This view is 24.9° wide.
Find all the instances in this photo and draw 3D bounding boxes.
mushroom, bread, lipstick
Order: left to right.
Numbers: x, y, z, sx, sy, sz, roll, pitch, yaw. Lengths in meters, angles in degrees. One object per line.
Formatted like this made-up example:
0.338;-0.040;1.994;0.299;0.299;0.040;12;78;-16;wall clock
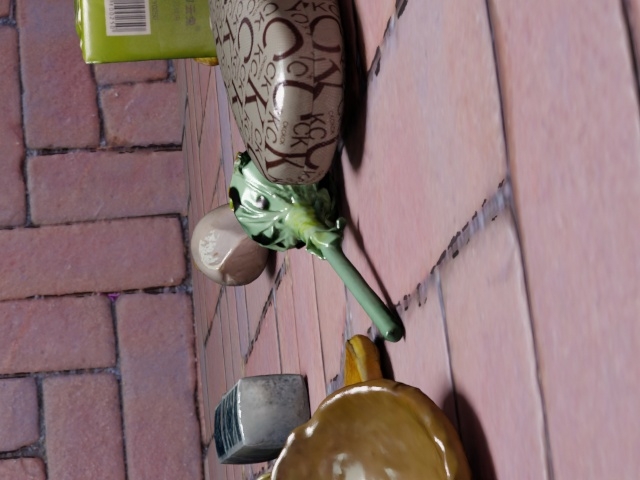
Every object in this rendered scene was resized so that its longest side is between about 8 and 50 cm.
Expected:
-0.101;0.003;1.646;0.212;0.088;0.097;-138;54;-87;mushroom
-0.065;0.190;1.524;0.290;0.076;0.077;128;139;-74;lipstick
0.032;0.119;1.010;0.110;0.024;0.110;177;90;-82;bread

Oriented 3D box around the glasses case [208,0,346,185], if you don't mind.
-0.039;-0.179;1.135;0.355;0.085;0.137;-105;20;-51;glasses case

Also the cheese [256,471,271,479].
-0.032;0.246;1.450;0.084;0.041;0.060;-45;55;59;cheese

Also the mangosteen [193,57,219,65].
-0.153;-0.295;1.746;0.181;0.156;0.146;7;74;53;mangosteen

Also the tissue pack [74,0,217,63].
-0.159;-0.336;1.487;0.167;0.200;0.275;-118;25;-67;tissue pack

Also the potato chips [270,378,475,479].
0.029;0.174;0.798;0.208;0.062;0.195;-47;38;40;potato chips

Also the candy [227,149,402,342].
0.000;0.000;1.051;0.091;0.083;0.305;57;177;-27;candy

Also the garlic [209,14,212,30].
-0.064;-0.212;1.337;0.094;0.074;0.113;-104;20;-80;garlic
